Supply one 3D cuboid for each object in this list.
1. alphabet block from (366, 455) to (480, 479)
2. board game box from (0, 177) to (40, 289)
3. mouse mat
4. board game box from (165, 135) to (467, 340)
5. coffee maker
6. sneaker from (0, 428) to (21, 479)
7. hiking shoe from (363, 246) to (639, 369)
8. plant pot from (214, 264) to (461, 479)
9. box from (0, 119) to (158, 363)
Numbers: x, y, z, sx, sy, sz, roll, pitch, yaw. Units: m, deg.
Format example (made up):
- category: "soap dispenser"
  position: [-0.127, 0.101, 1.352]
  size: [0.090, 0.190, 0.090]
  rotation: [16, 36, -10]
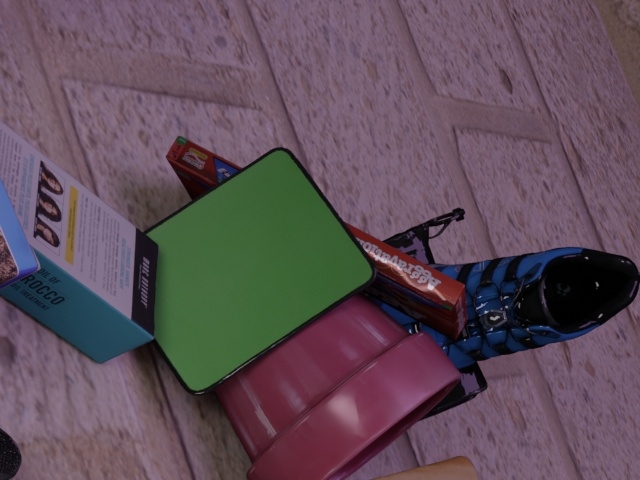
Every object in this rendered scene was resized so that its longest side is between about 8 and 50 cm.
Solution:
- category: "alphabet block"
  position: [0.041, 0.302, 1.495]
  size: [0.197, 0.192, 0.193]
  rotation: [1, 64, -63]
- category: "board game box"
  position: [-0.346, -0.040, 1.134]
  size: [0.291, 0.141, 0.232]
  rotation: [-15, 81, -64]
- category: "mouse mat"
  position: [-0.067, 0.023, 1.536]
  size: [0.153, 0.189, 0.007]
  rotation: [54, -7, 21]
- category: "board game box"
  position: [0.000, 0.000, 1.627]
  size: [0.281, 0.027, 0.145]
  rotation: [28, -9, 11]
- category: "coffee maker"
  position: [0.095, 0.081, 1.818]
  size: [0.120, 0.171, 0.178]
  rotation: [-31, 98, -84]
- category: "sneaker"
  position: [-0.256, 0.125, 1.226]
  size: [0.178, 0.077, 0.072]
  rotation: [30, 43, -51]
- category: "hiking shoe"
  position: [0.157, 0.059, 1.724]
  size: [0.304, 0.132, 0.113]
  rotation: [-18, 88, -22]
- category: "plant pot"
  position: [-0.010, 0.112, 1.592]
  size: [0.180, 0.201, 0.201]
  rotation: [51, 24, 10]
- category: "box"
  position: [-0.226, -0.010, 1.425]
  size: [0.244, 0.060, 0.101]
  rotation: [41, 34, -39]
